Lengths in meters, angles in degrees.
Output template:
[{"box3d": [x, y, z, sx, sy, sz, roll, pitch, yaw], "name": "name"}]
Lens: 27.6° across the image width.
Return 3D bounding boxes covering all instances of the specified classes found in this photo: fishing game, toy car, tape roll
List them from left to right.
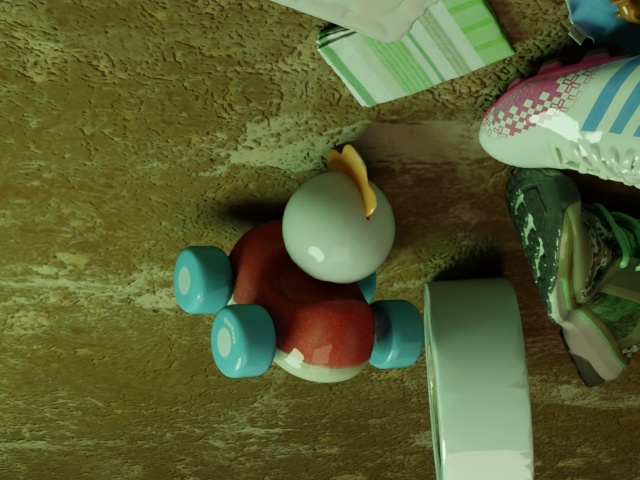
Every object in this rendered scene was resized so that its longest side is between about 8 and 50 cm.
[{"box3d": [0.000, 0.000, 1.326, 0.219, 0.210, 0.238, 1, 121, -31], "name": "toy car"}, {"box3d": [0.178, 0.184, 1.497, 0.100, 0.286, 0.286, -5, 148, 2], "name": "tape roll"}, {"box3d": [0.296, -0.213, 1.092, 0.264, 0.041, 0.189, 25, 136, -37], "name": "fishing game"}]

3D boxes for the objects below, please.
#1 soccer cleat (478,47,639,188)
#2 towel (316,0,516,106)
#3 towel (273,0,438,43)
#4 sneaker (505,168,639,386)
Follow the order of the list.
[{"box3d": [0.269, -0.095, 1.135, 0.116, 0.143, 0.331, 15, 157, -40], "name": "soccer cleat"}, {"box3d": [0.085, -0.175, 1.157, 0.152, 0.023, 0.113, -18, 147, 20], "name": "towel"}, {"box3d": [0.012, -0.293, 0.925, 0.317, 0.053, 0.332, 15, 144, -28], "name": "towel"}, {"box3d": [0.317, 0.015, 1.393, 0.182, 0.158, 0.410, -23, 151, 10], "name": "sneaker"}]
